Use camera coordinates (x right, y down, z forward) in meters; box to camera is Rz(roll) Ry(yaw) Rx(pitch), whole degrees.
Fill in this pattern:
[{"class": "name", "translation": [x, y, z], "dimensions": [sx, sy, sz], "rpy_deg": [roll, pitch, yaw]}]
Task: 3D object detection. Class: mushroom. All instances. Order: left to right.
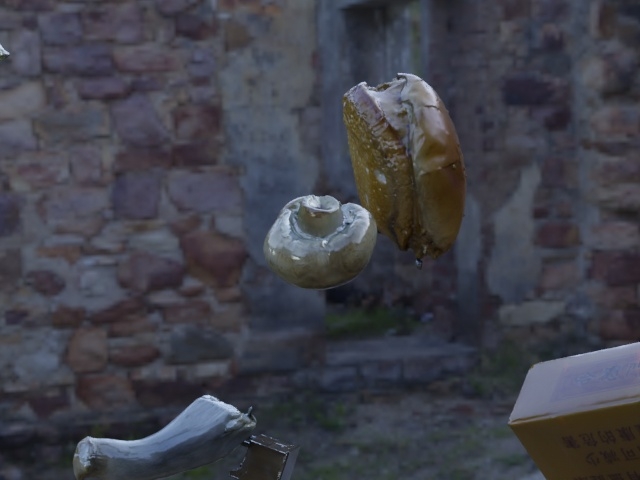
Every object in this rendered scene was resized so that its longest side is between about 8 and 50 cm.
[{"class": "mushroom", "translation": [-0.227, 0.300, 1.787], "dimensions": [0.278, 0.096, 0.099], "rpy_deg": [-17, 8, -16]}, {"class": "mushroom", "translation": [0.000, 0.000, 1.503], "dimensions": [0.148, 0.112, 0.148], "rpy_deg": [5, 31, -3]}]

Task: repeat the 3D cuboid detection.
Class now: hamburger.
[{"class": "hamburger", "translation": [0.143, -0.120, 2.000], "dimensions": [0.170, 0.314, 0.290], "rpy_deg": [-13, 16, -2]}]

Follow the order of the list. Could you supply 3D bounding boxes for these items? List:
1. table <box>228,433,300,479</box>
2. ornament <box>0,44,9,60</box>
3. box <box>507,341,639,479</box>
[{"class": "table", "translation": [-0.088, 0.342, 1.882], "dimensions": [0.082, 0.070, 0.083], "rpy_deg": [18, 2, 11]}, {"class": "ornament", "translation": [-0.435, -0.234, 1.366], "dimensions": [0.180, 0.059, 0.201], "rpy_deg": [18, 38, -35]}, {"class": "box", "translation": [0.436, 0.306, 1.421], "dimensions": [0.264, 0.415, 0.115], "rpy_deg": [-20, 26, 39]}]
